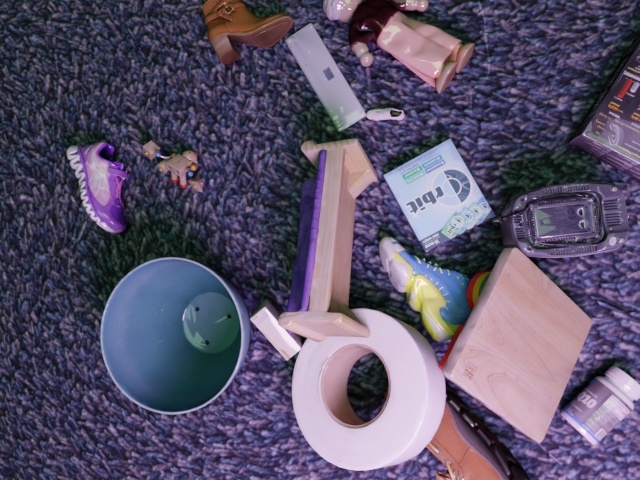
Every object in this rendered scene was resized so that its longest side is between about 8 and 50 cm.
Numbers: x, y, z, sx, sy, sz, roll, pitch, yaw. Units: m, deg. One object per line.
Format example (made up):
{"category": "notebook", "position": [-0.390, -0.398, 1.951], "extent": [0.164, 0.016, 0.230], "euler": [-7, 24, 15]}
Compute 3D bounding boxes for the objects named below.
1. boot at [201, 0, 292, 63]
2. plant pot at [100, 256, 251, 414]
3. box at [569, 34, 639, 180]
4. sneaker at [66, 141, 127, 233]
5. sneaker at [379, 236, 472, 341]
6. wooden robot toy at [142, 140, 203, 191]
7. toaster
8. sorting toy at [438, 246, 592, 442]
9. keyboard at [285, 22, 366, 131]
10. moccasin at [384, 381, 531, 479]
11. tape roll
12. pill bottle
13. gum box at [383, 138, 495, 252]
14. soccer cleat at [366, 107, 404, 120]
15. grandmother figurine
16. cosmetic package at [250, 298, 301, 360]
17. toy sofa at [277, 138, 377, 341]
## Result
{"category": "boot", "position": [-0.174, -0.512, 1.014], "extent": [0.197, 0.073, 0.153], "euler": [-22, 79, 6]}
{"category": "plant pot", "position": [-0.266, 0.182, 0.925], "extent": [0.289, 0.195, 0.291], "euler": [-1, 86, 10]}
{"category": "box", "position": [0.686, -0.221, 0.839], "extent": [0.307, 0.076, 0.243], "euler": [31, 93, 11]}
{"category": "sneaker", "position": [-0.501, -0.134, 1.042], "extent": [0.104, 0.095, 0.237], "euler": [-24, 82, 0]}
{"category": "sneaker", "position": [0.223, 0.079, 0.912], "extent": [0.126, 0.091, 0.240], "euler": [-29, 81, -11]}
{"category": "wooden robot toy", "position": [-0.322, -0.180, 1.035], "extent": [0.173, 0.076, 0.079], "euler": [31, 57, 10]}
{"category": "toaster", "position": [0.434, -0.030, 0.837], "extent": [0.226, 0.146, 0.129], "euler": [-7, 85, 9]}
{"category": "sorting toy", "position": [0.348, 0.187, 0.822], "extent": [0.257, 0.089, 0.256], "euler": [38, 75, -20]}
{"category": "keyboard", "position": [0.010, -0.369, 1.003], "extent": [0.072, 0.014, 0.256], "euler": [-29, 82, 2]}
{"category": "moccasin", "position": [0.260, 0.411, 0.813], "extent": [0.147, 0.139, 0.380], "euler": [-48, 64, 13]}
{"category": "tape roll", "position": [0.085, 0.276, 0.847], "extent": [0.286, 0.100, 0.287], "euler": [-14, 64, 31]}
{"category": "pill bottle", "position": [0.529, 0.307, 0.835], "extent": [0.078, 0.078, 0.137], "euler": [44, 94, 10]}
{"category": "gum box", "position": [0.244, -0.092, 0.928], "extent": [0.156, 0.041, 0.185], "euler": [-29, 81, 7]}
{"category": "soccer cleat", "position": [0.140, -0.274, 0.960], "extent": [0.083, 0.035, 0.029], "euler": [7, 88, 10]}
{"category": "grandmother figurine", "position": [0.142, -0.445, 0.944], "extent": [0.342, 0.104, 0.208], "euler": [39, 66, 13]}
{"category": "cosmetic package", "position": [-0.089, 0.179, 0.899], "extent": [0.041, 0.060, 0.115], "euler": [-38, 98, 3]}
{"category": "toy sofa", "position": [0.000, 0.000, 0.850], "extent": [0.176, 0.150, 0.363], "euler": [-3, 68, 24]}
